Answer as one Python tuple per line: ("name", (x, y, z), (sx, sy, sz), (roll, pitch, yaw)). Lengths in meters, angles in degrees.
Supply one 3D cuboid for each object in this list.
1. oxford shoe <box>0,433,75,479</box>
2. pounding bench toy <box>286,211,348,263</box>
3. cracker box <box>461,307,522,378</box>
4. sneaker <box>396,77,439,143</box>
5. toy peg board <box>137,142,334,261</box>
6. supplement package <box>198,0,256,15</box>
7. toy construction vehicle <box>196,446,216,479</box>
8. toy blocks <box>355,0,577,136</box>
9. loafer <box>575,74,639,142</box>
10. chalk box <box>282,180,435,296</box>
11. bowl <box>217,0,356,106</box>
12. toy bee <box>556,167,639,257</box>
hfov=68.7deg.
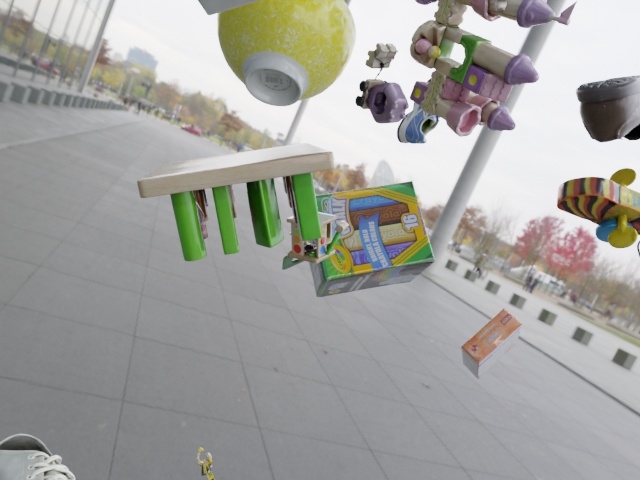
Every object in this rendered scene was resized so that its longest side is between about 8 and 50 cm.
("oxford shoe", (-0.555, 0.499, 0.924), (0.449, 0.130, 0.169), (6, -24, 42))
("pounding bench toy", (0.000, 0.000, 0.668), (0.083, 0.065, 0.052), (13, 24, 32))
("cracker box", (0.469, 0.290, 1.293), (0.067, 0.155, 0.232), (47, -5, 29))
("sneaker", (0.290, -0.344, 1.251), (0.081, 0.211, 0.080), (27, -4, 38))
("toy peg board", (-0.075, -0.043, 0.464), (0.161, 0.079, 0.160), (-9, 15, -7))
("supplement package", (-0.051, -0.365, 0.452), (0.133, 0.244, 0.139), (4, -31, 33))
("toy construction vehicle", (-0.333, 0.662, 1.360), (0.035, 0.098, 0.086), (-10, 7, -27))
("toy blocks", (0.286, -0.329, 0.874), (0.308, 0.289, 0.260), (-12, 43, -31))
("loafer", (0.645, -0.278, 0.986), (0.365, 0.130, 0.133), (-17, 19, -32))
("chalk box", (0.059, 0.007, 0.990), (0.288, 0.179, 0.180), (-8, -17, -9))
("bowl", (-0.081, -0.368, 0.938), (0.289, 0.156, 0.289), (9, -21, 4))
("toy bee", (0.673, -0.071, 1.000), (0.298, 0.195, 0.162), (6, -23, -22))
